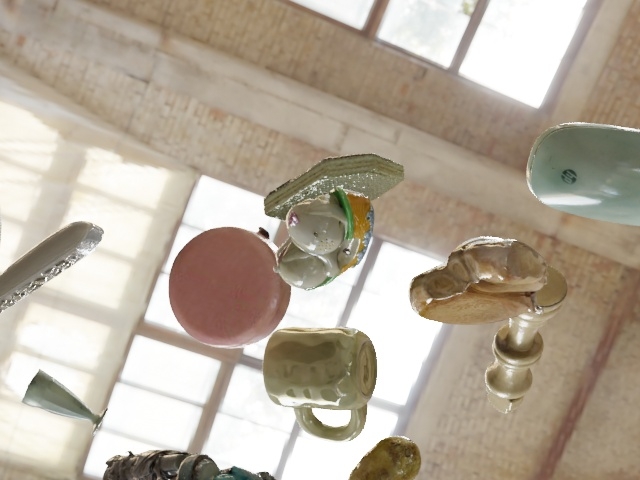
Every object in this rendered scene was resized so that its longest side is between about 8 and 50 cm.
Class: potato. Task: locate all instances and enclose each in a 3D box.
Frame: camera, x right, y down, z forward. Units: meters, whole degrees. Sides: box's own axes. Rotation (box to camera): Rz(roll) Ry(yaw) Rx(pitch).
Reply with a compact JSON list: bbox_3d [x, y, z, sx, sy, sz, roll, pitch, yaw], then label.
[{"bbox_3d":[0.125,0.458,2.139,0.170,0.080,0.107,-41,-122,11],"label":"potato"}]

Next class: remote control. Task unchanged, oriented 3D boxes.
[{"bbox_3d":[-0.475,0.063,1.665,0.313,0.055,0.109,-34,177,-3],"label":"remote control"}]

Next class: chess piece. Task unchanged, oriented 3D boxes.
[{"bbox_3d":[0.397,0.217,2.175,0.397,0.117,0.117,95,-1,-46],"label":"chess piece"}]

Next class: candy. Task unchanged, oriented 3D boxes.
[{"bbox_3d":[-0.177,0.086,2.142,0.094,0.255,0.255,22,88,-74],"label":"candy"}]

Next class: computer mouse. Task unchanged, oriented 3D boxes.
[{"bbox_3d":[0.479,-0.102,1.742,0.097,0.289,0.159,-62,164,-65],"label":"computer mouse"}]

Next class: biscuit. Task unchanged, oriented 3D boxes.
[{"bbox_3d":[0.025,-0.093,2.041,0.252,0.150,0.052,-30,-124,38],"label":"biscuit"}]

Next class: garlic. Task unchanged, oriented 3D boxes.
[{"bbox_3d":[0.241,0.058,1.628,0.217,0.228,0.110,-24,-118,30],"label":"garlic"}]

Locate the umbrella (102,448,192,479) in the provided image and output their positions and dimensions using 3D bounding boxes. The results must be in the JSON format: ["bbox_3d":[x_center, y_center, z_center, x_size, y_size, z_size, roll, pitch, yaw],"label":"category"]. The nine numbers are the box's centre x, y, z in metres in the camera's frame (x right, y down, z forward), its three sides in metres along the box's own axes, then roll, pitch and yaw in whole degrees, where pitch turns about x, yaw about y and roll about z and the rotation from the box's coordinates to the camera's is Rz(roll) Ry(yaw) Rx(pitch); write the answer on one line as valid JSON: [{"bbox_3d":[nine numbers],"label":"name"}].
[{"bbox_3d":[-0.268,0.359,1.690,0.236,0.059,0.066,-18,-112,49],"label":"umbrella"}]

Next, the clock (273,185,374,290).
[{"bbox_3d":[0.000,0.000,1.730,0.103,0.144,0.231,61,-31,37],"label":"clock"}]

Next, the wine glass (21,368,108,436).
[{"bbox_3d":[-0.487,0.312,2.061,0.073,0.155,0.073,-58,-174,10],"label":"wine glass"}]

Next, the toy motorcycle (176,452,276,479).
[{"bbox_3d":[-0.114,0.396,1.451,0.154,0.260,0.206,-18,-118,21],"label":"toy motorcycle"}]

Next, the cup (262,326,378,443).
[{"bbox_3d":[0.005,0.305,2.238,0.173,0.202,0.255,-3,92,-67],"label":"cup"}]
